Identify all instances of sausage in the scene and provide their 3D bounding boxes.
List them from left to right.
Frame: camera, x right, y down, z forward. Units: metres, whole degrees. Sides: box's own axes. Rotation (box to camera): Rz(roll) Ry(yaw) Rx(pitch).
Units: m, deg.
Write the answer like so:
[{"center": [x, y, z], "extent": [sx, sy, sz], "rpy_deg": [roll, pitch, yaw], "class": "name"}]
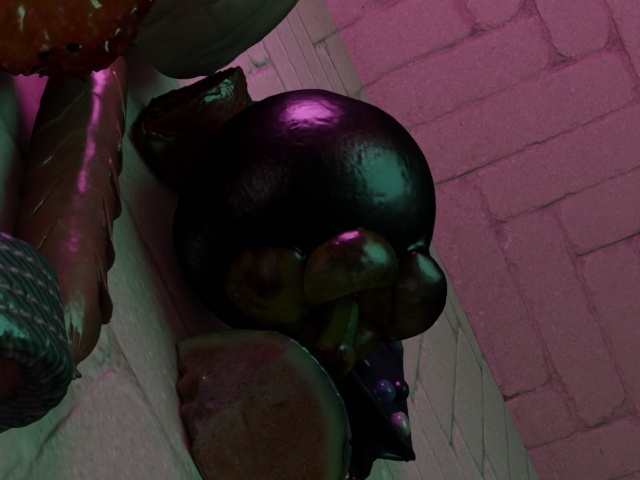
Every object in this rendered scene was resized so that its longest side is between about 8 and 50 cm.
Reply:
[{"center": [-0.210, -0.048, 0.955], "extent": [0.088, 0.088, 0.433], "rpy_deg": [57, 16, -38], "class": "sausage"}]

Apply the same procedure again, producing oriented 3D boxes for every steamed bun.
[{"center": [-0.137, -0.324, 1.316], "extent": [0.236, 0.247, 0.383], "rpy_deg": [56, 11, -16], "class": "steamed bun"}]

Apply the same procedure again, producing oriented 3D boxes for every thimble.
[{"center": [-0.214, 0.057, 0.672], "extent": [0.135, 0.119, 0.090], "rpy_deg": [66, 5, -61], "class": "thimble"}]

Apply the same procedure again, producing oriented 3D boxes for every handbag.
[{"center": [0.044, 0.146, 1.588], "extent": [0.269, 0.118, 0.325], "rpy_deg": [60, 13, -25], "class": "handbag"}]

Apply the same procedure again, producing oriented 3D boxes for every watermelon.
[{"center": [-0.037, 0.184, 1.109], "extent": [0.231, 0.146, 0.128], "rpy_deg": [62, 13, -12], "class": "watermelon"}]

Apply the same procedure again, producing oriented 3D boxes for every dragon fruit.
[{"center": [-0.128, -0.109, 1.305], "extent": [0.127, 0.121, 0.161], "rpy_deg": [-83, 152, -55], "class": "dragon fruit"}]

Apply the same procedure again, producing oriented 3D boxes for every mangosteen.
[{"center": [0.003, -0.014, 1.210], "extent": [0.314, 0.296, 0.297], "rpy_deg": [25, -7, 26], "class": "mangosteen"}]

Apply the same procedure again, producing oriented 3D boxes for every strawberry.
[{"center": [-0.235, -0.233, 0.963], "extent": [0.178, 0.234, 0.233], "rpy_deg": [133, -64, -79], "class": "strawberry"}]

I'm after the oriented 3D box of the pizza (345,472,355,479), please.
[{"center": [-0.005, 0.262, 1.283], "extent": [0.189, 0.071, 0.296], "rpy_deg": [-31, 101, -89], "class": "pizza"}]
